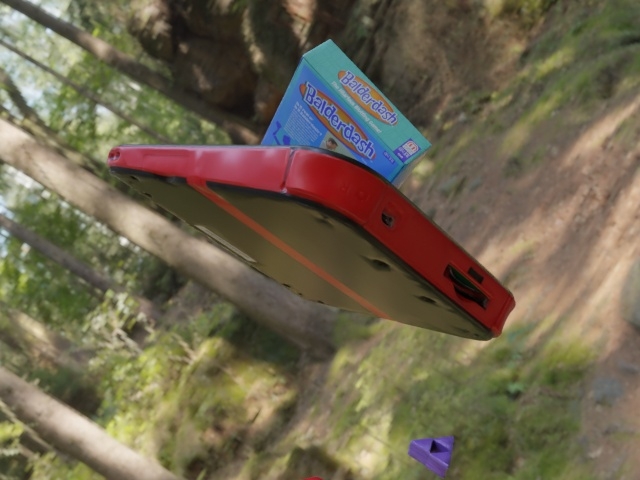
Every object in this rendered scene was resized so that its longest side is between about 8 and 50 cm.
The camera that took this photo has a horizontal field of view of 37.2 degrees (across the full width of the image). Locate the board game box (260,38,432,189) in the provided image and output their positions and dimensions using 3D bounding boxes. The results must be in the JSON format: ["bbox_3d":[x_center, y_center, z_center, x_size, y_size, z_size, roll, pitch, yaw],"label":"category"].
[{"bbox_3d":[0.017,-0.098,1.063,0.047,0.160,0.210,-37,-9,-31],"label":"board game box"}]

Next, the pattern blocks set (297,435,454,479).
[{"bbox_3d":[0.158,0.259,0.725,0.285,0.325,0.026,-11,-58,-32],"label":"pattern blocks set"}]

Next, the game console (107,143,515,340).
[{"bbox_3d":[0.000,0.000,1.043,0.386,0.342,0.060,37,-109,-45],"label":"game console"}]
